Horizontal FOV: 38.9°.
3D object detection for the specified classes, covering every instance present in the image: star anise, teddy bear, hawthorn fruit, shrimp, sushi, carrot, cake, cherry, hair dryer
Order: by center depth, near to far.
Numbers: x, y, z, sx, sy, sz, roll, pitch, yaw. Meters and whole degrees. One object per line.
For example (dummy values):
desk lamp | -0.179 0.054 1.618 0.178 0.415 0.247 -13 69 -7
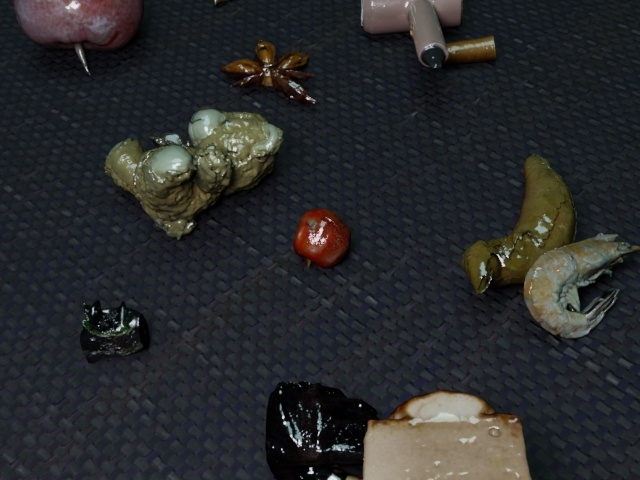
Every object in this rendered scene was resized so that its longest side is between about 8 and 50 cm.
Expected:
cake | 0.135 0.310 0.980 0.196 0.199 0.293 -5 43 8
shrimp | 0.373 0.060 1.256 0.223 0.047 0.126 -18 90 -25
sushi | -0.287 0.125 1.256 0.083 0.085 0.056 2 49 5
hawthorn fruit | 0.000 0.000 1.350 0.093 0.093 0.093 -3 48 3
teddy bear | -0.181 -0.124 1.426 0.256 0.156 0.267 -36 24 -19
hair dryer | 0.171 -0.383 1.614 0.189 0.107 0.344 -4 34 2
carrot | 0.251 -0.341 1.650 0.139 0.048 0.048 -9 48 1
star anise | -0.082 -0.317 1.656 0.212 0.053 0.157 12 51 18
cherry | -0.456 -0.455 1.708 0.236 0.285 0.213 -10 10 -21

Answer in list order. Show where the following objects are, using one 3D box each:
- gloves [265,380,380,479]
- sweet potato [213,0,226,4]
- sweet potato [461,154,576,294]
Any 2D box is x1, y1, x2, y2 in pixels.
gloves | 0.028 0.239 1.106 0.180 0.106 0.129 -1 46 10
sweet potato | -0.134 -0.565 1.882 0.249 0.059 0.069 -35 91 -22
sweet potato | 0.299 -0.007 1.305 0.124 0.098 0.310 40 55 0
